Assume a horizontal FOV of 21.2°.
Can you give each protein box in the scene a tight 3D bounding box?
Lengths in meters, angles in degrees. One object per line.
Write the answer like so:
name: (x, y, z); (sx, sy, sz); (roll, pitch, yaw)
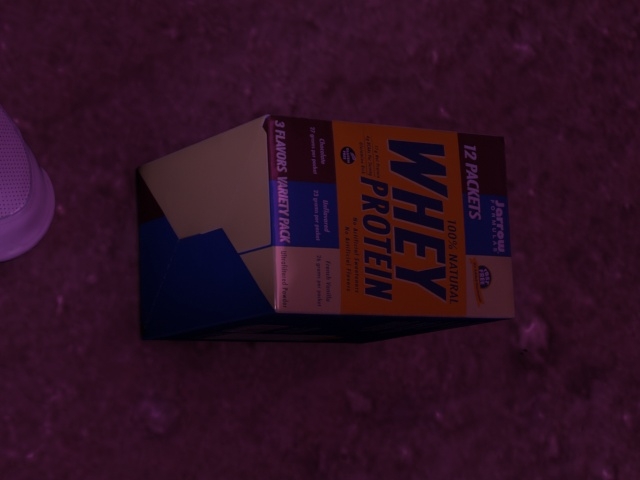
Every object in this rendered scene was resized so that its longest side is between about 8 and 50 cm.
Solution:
protein box: (0.000, 0.000, 1.250); (0.201, 0.199, 0.136); (3, 80, -33)

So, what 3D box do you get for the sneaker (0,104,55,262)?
sneaker: (-0.276, -0.119, 1.077); (0.366, 0.210, 0.137); (48, 61, -25)
